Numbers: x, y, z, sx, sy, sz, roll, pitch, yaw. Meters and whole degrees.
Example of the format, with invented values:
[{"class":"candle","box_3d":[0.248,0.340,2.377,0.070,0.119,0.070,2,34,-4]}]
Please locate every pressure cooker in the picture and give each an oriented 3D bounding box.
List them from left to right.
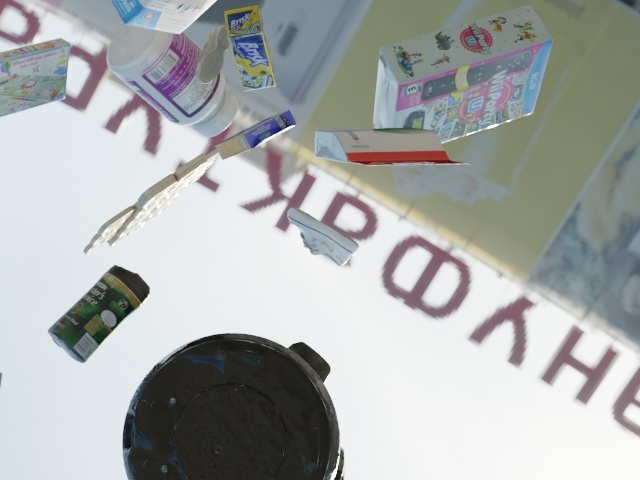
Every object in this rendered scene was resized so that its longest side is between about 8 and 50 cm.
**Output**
[{"class":"pressure cooker","box_3d":[-0.145,0.352,2.181,0.369,0.376,0.420,-5,170,-3]}]

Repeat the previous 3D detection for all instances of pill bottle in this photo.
[{"class":"pill bottle","box_3d":[-0.322,-0.364,2.776,0.301,0.169,0.169,42,-176,-42]}]

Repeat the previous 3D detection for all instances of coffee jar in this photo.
[{"class":"coffee jar","box_3d":[-0.390,0.126,2.197,0.096,0.184,0.079,15,147,56]}]

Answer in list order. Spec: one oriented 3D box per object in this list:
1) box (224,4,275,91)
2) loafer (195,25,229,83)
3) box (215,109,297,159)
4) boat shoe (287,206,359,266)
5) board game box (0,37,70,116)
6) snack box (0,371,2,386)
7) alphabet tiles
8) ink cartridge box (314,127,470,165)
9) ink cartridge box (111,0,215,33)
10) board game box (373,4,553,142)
[{"class":"box","box_3d":[-0.115,-0.315,2.040,0.169,0.059,0.054,76,-175,-66]},{"class":"loafer","box_3d":[-0.202,-0.341,2.289,0.039,0.125,0.045,0,149,45]},{"class":"box","box_3d":[-0.090,-0.150,1.751,0.028,0.081,0.136,62,157,-6]},{"class":"boat shoe","box_3d":[0.000,0.000,2.770,0.226,0.076,0.083,30,-178,-40]},{"class":"board game box","box_3d":[-0.476,-0.264,2.009,0.026,0.103,0.154,31,-145,27]},{"class":"snack box","box_3d":[-0.596,0.232,1.985,0.178,0.064,0.022,16,165,-43]},{"class":"alphabet tiles","box_3d":[-0.296,-0.069,2.216,0.278,0.284,0.021,-37,-90,-30]},{"class":"ink cartridge box","box_3d":[0.112,-0.151,1.984,0.181,0.056,0.224,-3,-174,-21]},{"class":"ink cartridge box","box_3d":[-0.259,-0.512,2.212,0.171,0.232,0.168,-3,-119,-60]},{"class":"board game box","box_3d":[0.258,-0.292,2.288,0.303,0.224,0.097,-19,-119,-13]}]
